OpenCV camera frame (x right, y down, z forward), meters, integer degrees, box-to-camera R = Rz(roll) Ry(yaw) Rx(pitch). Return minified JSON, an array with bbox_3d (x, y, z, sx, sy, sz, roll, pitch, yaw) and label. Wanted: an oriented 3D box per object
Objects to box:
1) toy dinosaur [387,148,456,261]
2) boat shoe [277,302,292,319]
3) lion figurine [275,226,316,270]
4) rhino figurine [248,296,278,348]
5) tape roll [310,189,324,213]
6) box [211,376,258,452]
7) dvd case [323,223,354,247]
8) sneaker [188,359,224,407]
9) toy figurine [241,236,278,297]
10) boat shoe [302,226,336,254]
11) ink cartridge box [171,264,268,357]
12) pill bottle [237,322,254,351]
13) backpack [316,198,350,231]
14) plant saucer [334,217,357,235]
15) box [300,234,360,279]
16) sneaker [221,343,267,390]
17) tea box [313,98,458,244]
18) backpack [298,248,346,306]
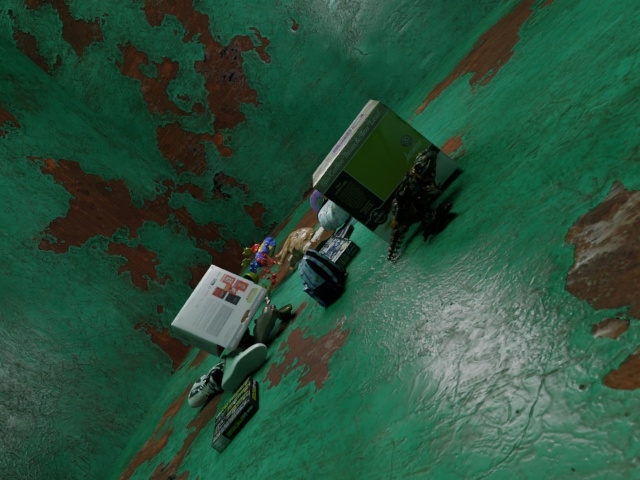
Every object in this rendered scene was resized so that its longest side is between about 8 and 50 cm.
[{"bbox_3d":[0.270,-0.094,1.347,0.218,0.164,0.321,-105,13,-75],"label":"toy dinosaur"},{"bbox_3d":[-0.140,0.289,1.895,0.056,0.049,0.152,-34,0,-25],"label":"boat shoe"},{"bbox_3d":[-0.130,0.018,2.466,0.240,0.142,0.392,-63,18,4],"label":"lion figurine"},{"bbox_3d":[-0.232,0.353,1.876,0.243,0.073,0.106,-66,18,13],"label":"rhino figurine"},{"bbox_3d":[0.048,-0.204,2.419,0.189,0.189,0.080,-38,16,46],"label":"tape roll"},{"bbox_3d":[-0.277,0.563,1.546,0.190,0.045,0.184,-50,9,1],"label":"box"},{"bbox_3d":[0.044,0.049,2.020,0.179,0.029,0.238,-37,17,47],"label":"dvd case"},{"bbox_3d":[-0.469,0.613,1.982,0.235,0.094,0.153,-41,1,-11],"label":"sneaker"},{"bbox_3d":[-0.270,0.103,2.428,0.217,0.191,0.362,-59,-9,-39],"label":"toy figurine"},{"bbox_3d":[0.000,0.000,2.245,0.207,0.073,0.073,-44,-29,-1],"label":"boat shoe"},{"bbox_3d":[-0.395,0.294,1.910,0.130,0.272,0.309,99,-164,-53],"label":"ink cartridge box"},{"bbox_3d":[-0.385,0.398,2.043,0.123,0.219,0.123,-48,12,13],"label":"pill bottle"},{"bbox_3d":[0.066,-0.128,2.166,0.115,0.152,0.182,-32,12,46],"label":"backpack"},{"bbox_3d":[0.122,-0.068,2.131,0.192,0.018,0.067,-43,13,35],"label":"plant saucer"},{"bbox_3d":[0.033,0.085,1.812,0.220,0.051,0.175,-52,23,-9],"label":"box"},{"bbox_3d":[-0.298,0.440,1.806,0.256,0.094,0.151,-48,31,22],"label":"sneaker"},{"bbox_3d":[0.195,-0.227,1.536,0.329,0.323,0.220,-51,13,13],"label":"tea box"},{"bbox_3d":[-0.008,0.119,1.623,0.117,0.173,0.158,-45,13,24],"label":"backpack"}]
